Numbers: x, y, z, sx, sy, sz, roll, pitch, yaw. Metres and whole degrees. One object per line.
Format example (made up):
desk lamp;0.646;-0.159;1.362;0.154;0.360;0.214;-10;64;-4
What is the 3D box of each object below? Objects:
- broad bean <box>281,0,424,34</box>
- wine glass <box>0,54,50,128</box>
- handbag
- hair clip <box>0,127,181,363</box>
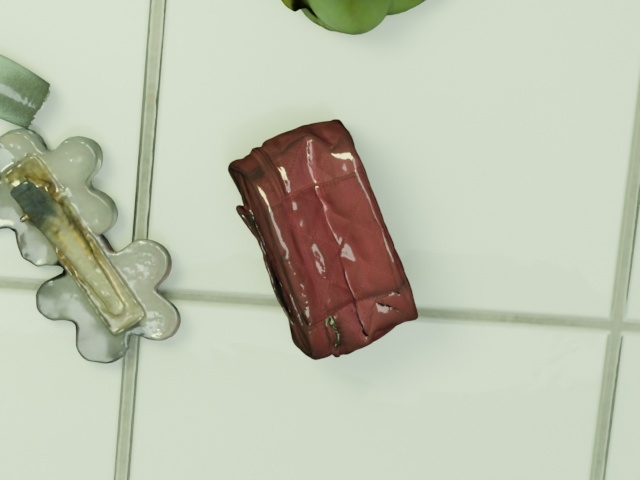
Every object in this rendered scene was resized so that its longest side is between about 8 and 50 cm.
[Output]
broad bean;0.053;-0.298;1.897;0.228;0.100;0.169;-33;111;-11
wine glass;-0.358;-0.175;1.895;0.198;0.066;0.066;27;98;-13
handbag;0.000;0.000;1.924;0.135;0.146;0.225;-21;103;-7
hair clip;-0.239;0.004;1.942;0.146;0.075;0.257;-33;109;4
